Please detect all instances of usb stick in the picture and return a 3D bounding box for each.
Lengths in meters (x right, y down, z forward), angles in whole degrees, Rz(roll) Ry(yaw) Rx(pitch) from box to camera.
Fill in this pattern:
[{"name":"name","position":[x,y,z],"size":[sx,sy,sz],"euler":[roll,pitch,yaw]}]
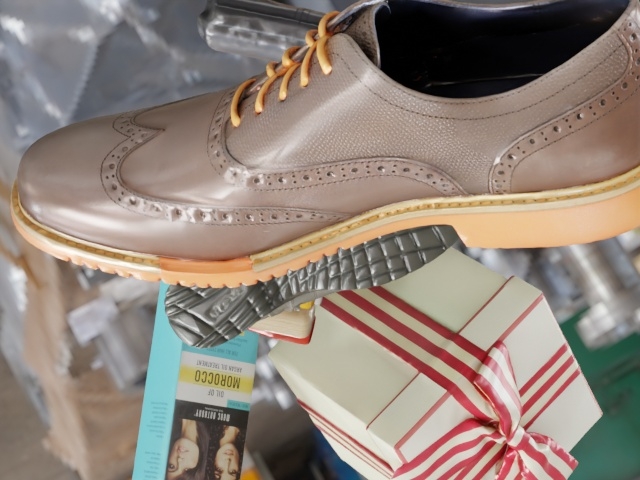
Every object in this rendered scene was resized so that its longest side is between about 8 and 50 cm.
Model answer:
[{"name":"usb stick","position":[0.041,-0.146,1.260],"size":[0.278,0.045,0.077],"euler":[12,173,6]}]

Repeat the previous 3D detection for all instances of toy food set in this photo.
[{"name":"toy food set","position":[-0.049,0.034,1.602],"size":[0.232,0.104,0.111],"euler":[-71,173,-70]}]

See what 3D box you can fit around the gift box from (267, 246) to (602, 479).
[{"name":"gift box","position":[0.125,0.180,1.713],"size":[0.276,0.258,0.255],"euler":[-49,134,-11]}]

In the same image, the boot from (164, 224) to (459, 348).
[{"name":"boot","position":[0.000,0.000,1.246],"size":[0.246,0.083,0.161],"euler":[-23,-176,14]}]

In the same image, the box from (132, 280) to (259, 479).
[{"name":"box","position":[-0.127,0.152,1.695],"size":[0.100,0.244,0.060],"euler":[14,169,-37]}]

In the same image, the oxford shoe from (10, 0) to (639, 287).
[{"name":"oxford shoe","position":[0.000,-0.068,0.843],"size":[0.363,0.130,0.133],"euler":[-8,134,10]}]
